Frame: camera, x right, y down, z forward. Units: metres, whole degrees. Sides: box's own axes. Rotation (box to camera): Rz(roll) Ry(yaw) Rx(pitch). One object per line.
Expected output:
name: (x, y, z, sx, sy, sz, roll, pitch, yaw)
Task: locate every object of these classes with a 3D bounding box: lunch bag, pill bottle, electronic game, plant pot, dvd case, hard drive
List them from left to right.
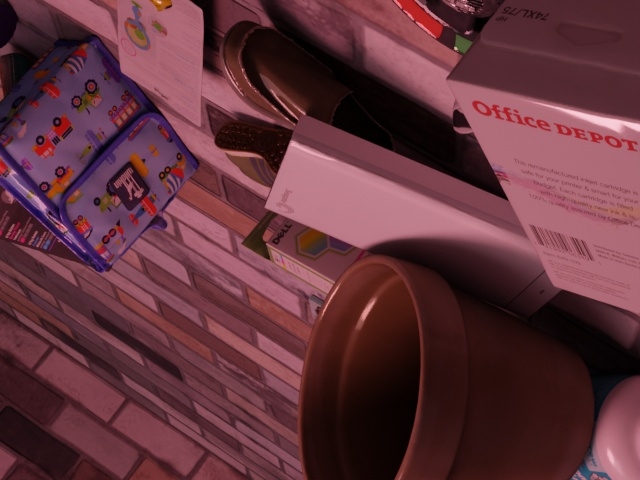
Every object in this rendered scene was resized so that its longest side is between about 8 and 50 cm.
lunch bag: (-0.329, -0.113, 2.115, 0.293, 0.221, 0.138, 49, 157, -28)
dvd case: (0.024, 0.139, 2.377, 0.087, 0.013, 0.119, 30, 160, 20)
hard drive: (0.117, -0.021, 1.692, 0.353, 0.047, 0.233, 23, 160, -2)
plant pot: (0.163, 0.194, 1.761, 0.280, 0.323, 0.323, 9, 172, -25)
electronic game: (0.130, -0.238, 1.317, 0.229, 0.048, 0.229, 32, 160, 13)
pill bottle: (0.370, 0.238, 1.811, 0.146, 0.146, 0.264, 44, 159, -16)

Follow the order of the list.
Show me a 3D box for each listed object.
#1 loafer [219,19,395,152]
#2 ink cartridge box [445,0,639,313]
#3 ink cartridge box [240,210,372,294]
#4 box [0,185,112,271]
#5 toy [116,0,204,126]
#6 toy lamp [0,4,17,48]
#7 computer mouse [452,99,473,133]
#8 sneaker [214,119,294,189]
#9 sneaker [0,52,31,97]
loafer: (-0.005, -0.165, 1.663, 0.251, 0.094, 0.087, 36, 159, -26)
ink cartridge box: (0.271, -0.090, 1.179, 0.198, 0.197, 0.270, 19, 153, 42)
ink cartridge box: (0.000, 0.000, 1.971, 0.209, 0.109, 0.062, 29, 158, 23)
box: (-0.425, -0.084, 2.240, 0.270, 0.143, 0.165, 18, -154, -29)
toy: (-0.185, -0.256, 1.803, 0.137, 0.056, 0.237, 36, 156, 15)
toy lamp: (-0.582, -0.369, 2.197, 0.274, 0.080, 0.080, 27, 158, 25)
computer mouse: (0.173, -0.138, 1.412, 0.042, 0.106, 0.193, 57, 164, -11)
sneaker: (-0.048, -0.100, 1.914, 0.192, 0.064, 0.086, 22, 162, 38)
sneaker: (-0.429, -0.177, 2.347, 0.108, 0.121, 0.302, -120, 15, -51)
